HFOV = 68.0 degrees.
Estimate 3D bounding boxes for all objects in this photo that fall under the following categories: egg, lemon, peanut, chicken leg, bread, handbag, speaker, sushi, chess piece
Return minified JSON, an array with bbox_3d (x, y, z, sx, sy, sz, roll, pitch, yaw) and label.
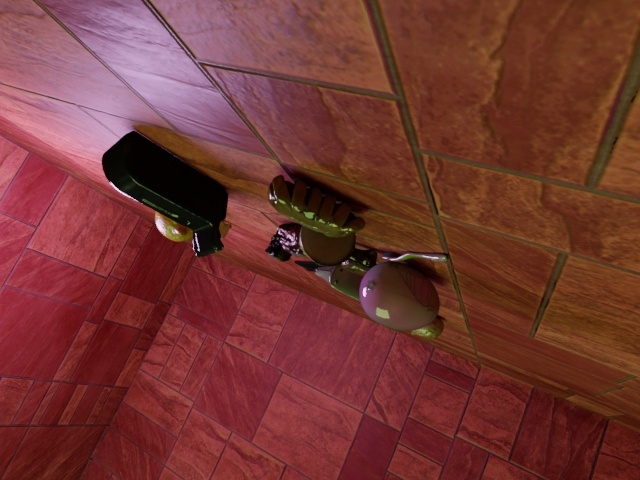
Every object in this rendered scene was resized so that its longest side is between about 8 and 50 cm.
[{"bbox_3d":[0.236,0.165,1.367,0.271,0.196,0.196,20,172,-23],"label":"egg"},{"bbox_3d":[-0.586,-0.092,1.959,0.187,0.187,0.244,35,-163,-42],"label":"lemon"},{"bbox_3d":[0.450,0.362,2.043,0.159,0.109,0.140,6,172,25],"label":"peanut"},{"bbox_3d":[-0.010,0.018,1.472,0.407,0.096,0.158,12,168,41],"label":"chicken leg"},{"bbox_3d":[-0.457,-0.059,2.071,0.109,0.084,0.080,23,171,11],"label":"bread"},{"bbox_3d":[0.095,0.176,1.914,0.241,0.109,0.315,28,168,-8],"label":"handbag"},{"bbox_3d":[-0.013,-0.074,1.064,0.225,0.081,0.134,24,167,-10],"label":"bread"},{"bbox_3d":[-0.449,-0.123,1.396,0.180,0.184,0.388,-19,140,41],"label":"speaker"},{"bbox_3d":[-0.166,0.039,1.916,0.098,0.084,0.094,35,167,-32],"label":"sushi"},{"bbox_3d":[0.000,0.000,1.263,0.142,0.143,0.261,26,173,-7],"label":"chess piece"},{"bbox_3d":[0.116,0.070,1.514,0.113,0.060,0.082,12,164,42],"label":"bread"}]

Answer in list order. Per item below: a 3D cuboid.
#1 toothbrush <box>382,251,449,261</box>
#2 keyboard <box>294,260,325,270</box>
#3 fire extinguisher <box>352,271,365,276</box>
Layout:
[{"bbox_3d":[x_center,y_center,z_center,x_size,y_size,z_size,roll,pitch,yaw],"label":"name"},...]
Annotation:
[{"bbox_3d":[0.237,0.044,1.222,0.022,0.026,0.263,23,171,-24],"label":"toothbrush"},{"bbox_3d":[-0.027,0.121,2.166,0.101,0.018,0.309,30,168,-19],"label":"keyboard"},{"bbox_3d":[0.149,0.098,1.614,0.062,0.050,0.177,-16,-160,-39],"label":"fire extinguisher"}]
